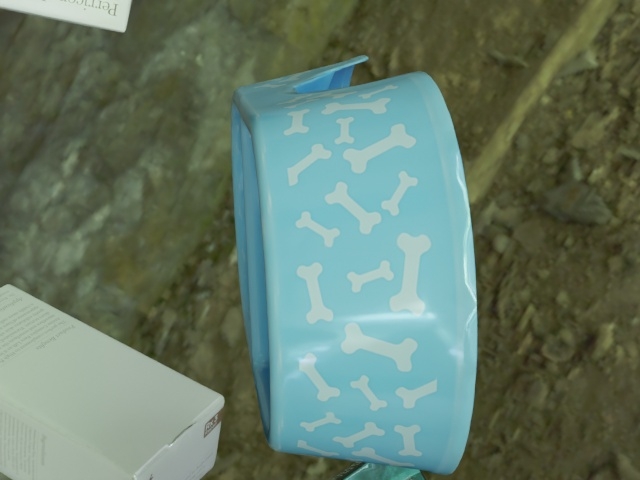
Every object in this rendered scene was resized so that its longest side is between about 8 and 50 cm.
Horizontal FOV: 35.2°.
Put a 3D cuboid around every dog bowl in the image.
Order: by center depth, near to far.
[{"bbox_3d":[0.000,0.000,0.482,0.297,0.074,0.166,-122,29,-74],"label":"dog bowl"}]

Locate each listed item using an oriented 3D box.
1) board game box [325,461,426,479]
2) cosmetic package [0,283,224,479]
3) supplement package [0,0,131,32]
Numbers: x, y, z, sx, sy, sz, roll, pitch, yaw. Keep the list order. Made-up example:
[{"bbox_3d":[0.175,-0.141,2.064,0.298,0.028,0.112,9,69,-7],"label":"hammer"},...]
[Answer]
[{"bbox_3d":[0.001,0.200,0.509,0.186,0.126,0.026,-27,-4,-34],"label":"board game box"},{"bbox_3d":[-0.204,0.132,0.801,0.117,0.231,0.086,-37,-34,-51],"label":"cosmetic package"},{"bbox_3d":[-0.239,-0.354,0.919,0.175,0.177,0.293,-129,50,-70],"label":"supplement package"}]
